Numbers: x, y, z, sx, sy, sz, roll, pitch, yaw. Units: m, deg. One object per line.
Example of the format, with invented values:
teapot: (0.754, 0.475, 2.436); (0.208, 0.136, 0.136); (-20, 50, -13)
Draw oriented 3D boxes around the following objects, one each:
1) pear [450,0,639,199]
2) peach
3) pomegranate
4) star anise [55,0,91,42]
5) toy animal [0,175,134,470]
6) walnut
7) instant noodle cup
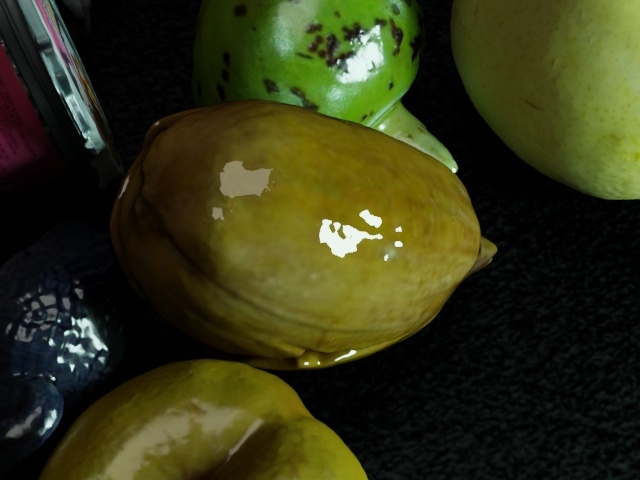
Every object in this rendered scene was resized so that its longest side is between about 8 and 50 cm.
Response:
pear: (0.261, -0.192, 1.486); (0.309, 0.309, 0.309); (0, 55, 0)
peach: (-0.087, 0.204, 1.292); (0.251, 0.153, 0.251); (2, 48, -2)
pomegranate: (0.005, -0.139, 1.518); (0.263, 0.211, 0.211); (47, 62, -11)
star anise: (-0.311, -0.267, 1.549); (0.316, 0.139, 0.359); (-8, 71, -15)
toy animal: (-0.225, 0.066, 1.381); (0.185, 0.122, 0.298); (-4, 34, 37)
walnut: (0.000, 0.000, 1.387); (0.336, 0.209, 0.209); (8, 49, -32)
instant noodle cup: (-0.284, -0.128, 1.383); (0.182, 0.258, 0.302); (-24, 22, -2)
